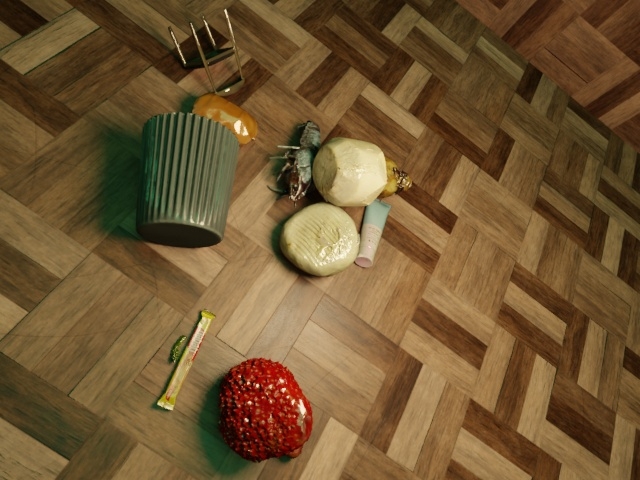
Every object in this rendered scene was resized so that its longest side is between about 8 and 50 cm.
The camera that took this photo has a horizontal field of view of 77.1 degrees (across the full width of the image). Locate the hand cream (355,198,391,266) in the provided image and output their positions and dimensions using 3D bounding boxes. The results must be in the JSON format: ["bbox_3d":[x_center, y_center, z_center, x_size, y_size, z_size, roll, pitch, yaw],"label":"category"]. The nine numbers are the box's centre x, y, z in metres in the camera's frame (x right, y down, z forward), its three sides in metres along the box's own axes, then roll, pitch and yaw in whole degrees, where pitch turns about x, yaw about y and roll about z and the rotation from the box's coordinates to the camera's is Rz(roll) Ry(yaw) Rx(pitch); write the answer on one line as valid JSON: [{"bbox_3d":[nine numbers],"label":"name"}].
[{"bbox_3d":[0.196,-0.043,1.551,0.111,0.070,0.312,27,54,-9],"label":"hand cream"}]

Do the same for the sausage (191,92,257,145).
[{"bbox_3d":[-0.340,-0.431,1.446,0.241,0.120,0.136,23,77,-12],"label":"sausage"}]

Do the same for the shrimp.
[{"bbox_3d":[-0.077,-0.290,1.481,0.221,0.166,0.410,38,62,-35],"label":"shrimp"}]

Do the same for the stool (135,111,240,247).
[{"bbox_3d":[-0.405,-0.167,1.224,0.297,0.297,0.329,7,71,-19],"label":"stool"}]

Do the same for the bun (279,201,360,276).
[{"bbox_3d":[-0.001,0.005,1.387,0.273,0.168,0.272,3,69,-7],"label":"bun"}]

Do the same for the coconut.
[{"bbox_3d":[0.114,-0.233,1.401,0.248,0.245,0.244,-1,70,-34],"label":"coconut"}]

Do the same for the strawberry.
[{"bbox_3d":[-0.157,0.455,1.094,0.261,0.257,0.260,3,76,-11],"label":"strawberry"}]

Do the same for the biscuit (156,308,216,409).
[{"bbox_3d":[-0.386,0.340,1.172,0.048,0.026,0.291,27,61,-14],"label":"biscuit"}]

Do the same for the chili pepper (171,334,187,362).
[{"bbox_3d":[-0.417,0.316,1.173,0.027,0.022,0.083,22,59,-11],"label":"chili pepper"}]

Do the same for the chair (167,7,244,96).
[{"bbox_3d":[-0.413,-0.691,1.507,0.188,0.166,0.272,-42,131,-30],"label":"chair"}]

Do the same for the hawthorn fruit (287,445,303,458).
[{"bbox_3d":[-0.086,0.594,1.171,0.077,0.077,0.077,8,67,-19],"label":"hawthorn fruit"}]

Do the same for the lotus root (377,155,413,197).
[{"bbox_3d":[0.201,-0.261,1.585,0.314,0.141,0.169,18,61,-4],"label":"lotus root"}]
